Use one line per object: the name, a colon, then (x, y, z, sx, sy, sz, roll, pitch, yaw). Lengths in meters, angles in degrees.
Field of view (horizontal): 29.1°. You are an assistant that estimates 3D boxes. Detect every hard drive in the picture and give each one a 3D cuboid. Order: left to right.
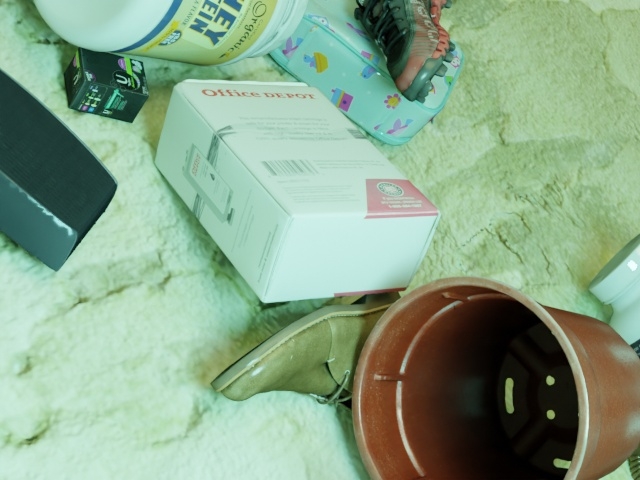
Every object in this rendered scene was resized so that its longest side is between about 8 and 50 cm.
hard drive: (-0.330, -0.098, 1.280, 0.255, 0.054, 0.172, 43, 28, -11)

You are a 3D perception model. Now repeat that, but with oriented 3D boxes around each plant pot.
plant pot: (0.221, 0.179, 1.355, 0.265, 0.272, 0.272, 6, 49, -54)

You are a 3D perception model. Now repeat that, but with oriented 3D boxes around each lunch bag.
lunch bag: (0.069, -0.273, 1.775, 0.279, 0.108, 0.224, 36, 37, -7)

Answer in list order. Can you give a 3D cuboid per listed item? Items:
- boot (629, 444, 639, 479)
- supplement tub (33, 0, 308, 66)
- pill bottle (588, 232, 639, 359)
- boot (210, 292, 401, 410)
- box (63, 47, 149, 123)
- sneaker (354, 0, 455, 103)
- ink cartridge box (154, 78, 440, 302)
boot: (0.443, 0.276, 1.612, 0.085, 0.059, 0.158, 18, 43, -33)
supplement tub: (-0.175, -0.332, 1.503, 0.228, 0.228, 0.316, 56, 27, 17)
pill bottle: (0.533, 0.136, 1.717, 0.323, 0.181, 0.181, 44, 38, 3)
boot: (0.011, 0.137, 1.349, 0.305, 0.112, 0.115, -15, 75, -49)
box: (-0.254, -0.185, 1.463, 0.083, 0.052, 0.062, 11, 46, -31)
sneaker: (0.105, -0.288, 1.651, 0.135, 0.097, 0.276, 27, 38, -19)
ink cartridge box: (-0.033, -0.063, 1.407, 0.207, 0.117, 0.283, -3, 37, -35)
